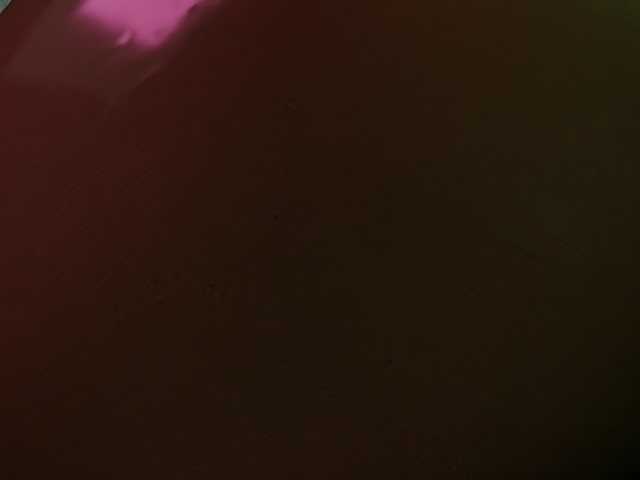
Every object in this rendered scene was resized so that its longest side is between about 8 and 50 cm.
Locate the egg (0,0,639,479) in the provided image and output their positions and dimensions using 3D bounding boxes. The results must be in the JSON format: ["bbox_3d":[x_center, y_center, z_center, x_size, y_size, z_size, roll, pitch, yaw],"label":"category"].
[{"bbox_3d":[0.000,0.000,0.713,0.374,0.301,0.301,-43,-3,20],"label":"egg"}]
